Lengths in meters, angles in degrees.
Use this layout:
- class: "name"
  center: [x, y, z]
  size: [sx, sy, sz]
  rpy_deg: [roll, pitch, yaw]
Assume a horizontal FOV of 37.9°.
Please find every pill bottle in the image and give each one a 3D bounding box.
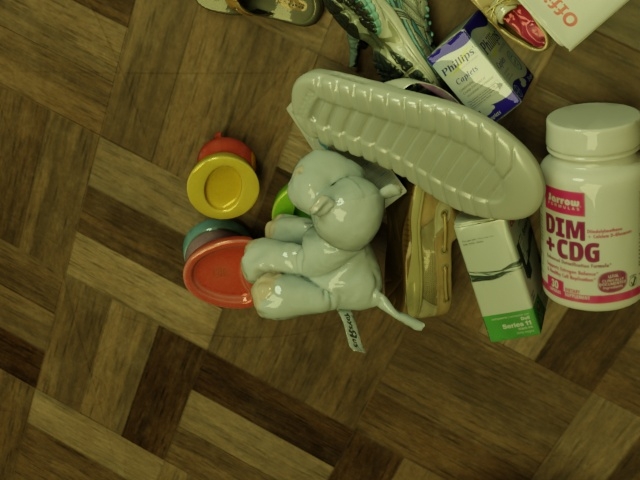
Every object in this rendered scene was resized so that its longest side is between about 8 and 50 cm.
- class: "pill bottle"
  center: [0.409, -0.052, 1.396]
  size: [0.160, 0.160, 0.283]
  rpy_deg: [1, 115, 20]

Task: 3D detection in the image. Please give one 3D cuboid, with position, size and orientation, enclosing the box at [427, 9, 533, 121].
- class: "box"
  center: [0.239, -0.255, 1.380]
  size: [0.072, 0.126, 0.137]
  rpy_deg: [-37, 98, 32]

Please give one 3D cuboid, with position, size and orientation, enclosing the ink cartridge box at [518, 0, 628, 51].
- class: "ink cartridge box"
  center: [0.376, -0.444, 1.232]
  size: [0.226, 0.131, 0.306]
  rpy_deg: [46, 123, -6]

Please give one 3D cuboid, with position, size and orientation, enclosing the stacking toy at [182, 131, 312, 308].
- class: "stacking toy"
  center: [-0.108, -0.035, 1.666]
  size: [0.279, 0.130, 0.309]
  rpy_deg: [6, 123, -11]

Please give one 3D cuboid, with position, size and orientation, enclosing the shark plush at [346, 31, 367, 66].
- class: "shark plush"
  center: [0.049, -0.356, 1.463]
  size: [0.067, 0.073, 0.161]
  rpy_deg: [18, 139, 40]

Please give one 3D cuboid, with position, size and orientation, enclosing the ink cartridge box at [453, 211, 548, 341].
- class: "ink cartridge box"
  center: [0.292, 0.031, 1.487]
  size: [0.086, 0.153, 0.209]
  rpy_deg: [-12, 111, 25]

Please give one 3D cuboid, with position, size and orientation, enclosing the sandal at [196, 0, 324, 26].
- class: "sandal"
  center: [-0.104, -0.385, 1.486]
  size: [0.219, 0.060, 0.090]
  rpy_deg: [19, 120, 11]

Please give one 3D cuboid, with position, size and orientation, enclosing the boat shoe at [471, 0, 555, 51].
- class: "boat shoe"
  center: [0.274, -0.338, 1.365]
  size: [0.170, 0.059, 0.063]
  rpy_deg: [37, 122, 1]

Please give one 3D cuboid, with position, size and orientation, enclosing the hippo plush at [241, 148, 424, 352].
- class: "hippo plush"
  center: [0.000, 0.000, 1.437]
  size: [0.294, 0.234, 0.237]
  rpy_deg: [56, 156, 37]

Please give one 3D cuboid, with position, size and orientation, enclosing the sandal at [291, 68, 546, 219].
- class: "sandal"
  center: [0.150, -0.170, 1.383]
  size: [0.416, 0.102, 0.169]
  rpy_deg: [26, 140, 17]

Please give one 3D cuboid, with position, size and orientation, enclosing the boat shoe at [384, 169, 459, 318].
- class: "boat shoe"
  center: [0.175, -0.037, 1.534]
  size: [0.110, 0.121, 0.341]
  rpy_deg: [-3, 110, -17]

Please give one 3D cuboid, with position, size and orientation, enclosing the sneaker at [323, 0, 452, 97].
- class: "sneaker"
  center: [0.133, -0.313, 1.404]
  size: [0.283, 0.122, 0.110]
  rpy_deg: [49, 161, -30]

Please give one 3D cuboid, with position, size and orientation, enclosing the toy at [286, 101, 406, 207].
- class: "toy"
  center: [0.051, -0.159, 1.533]
  size: [0.237, 0.056, 0.137]
  rpy_deg: [53, 146, 1]
